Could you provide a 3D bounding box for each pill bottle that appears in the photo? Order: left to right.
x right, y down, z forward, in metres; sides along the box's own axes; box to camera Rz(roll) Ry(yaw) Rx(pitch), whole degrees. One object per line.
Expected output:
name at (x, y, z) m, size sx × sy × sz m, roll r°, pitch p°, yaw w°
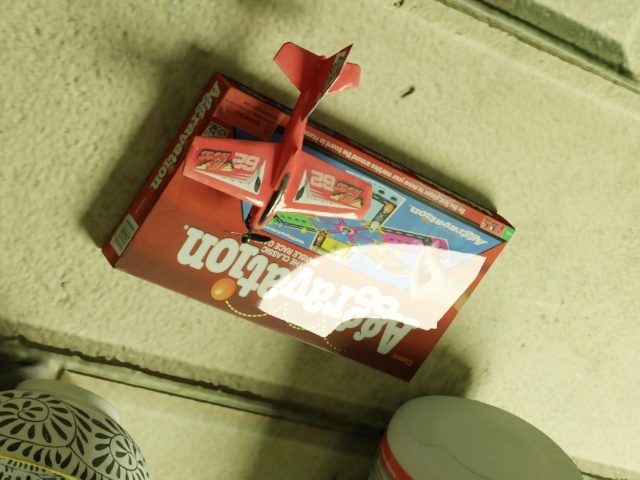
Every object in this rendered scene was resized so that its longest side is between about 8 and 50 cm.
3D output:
pill bottle at (0.082, 0.278, 1.242) m, size 0.161 × 0.161 × 0.283 m, roll 6°, pitch 116°, yaw -33°

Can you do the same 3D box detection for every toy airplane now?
toy airplane at (-0.020, -0.064, 1.012) m, size 0.151 × 0.028 × 0.151 m, roll -16°, pitch 126°, yaw -23°

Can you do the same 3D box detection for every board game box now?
board game box at (0.000, 0.000, 1.102) m, size 0.281 × 0.027 × 0.145 m, roll 24°, pitch 107°, yaw -38°

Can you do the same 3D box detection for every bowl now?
bowl at (-0.178, 0.143, 1.041) m, size 0.170 × 0.170 × 0.080 m, roll 48°, pitch 47°, yaw -41°
